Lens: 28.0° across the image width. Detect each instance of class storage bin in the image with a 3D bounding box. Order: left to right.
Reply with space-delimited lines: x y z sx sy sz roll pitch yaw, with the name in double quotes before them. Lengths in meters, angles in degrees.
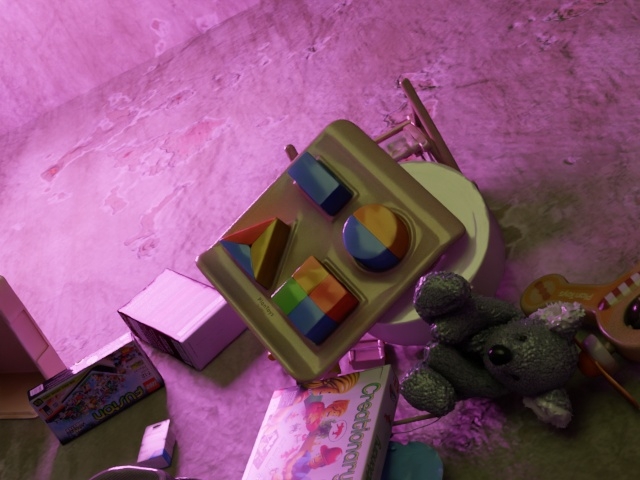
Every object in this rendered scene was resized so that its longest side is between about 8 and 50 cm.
"storage bin" -0.636 0.196 2.366 0.260 0.262 0.123 -6 35 35

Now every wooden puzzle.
"wooden puzzle" 0.000 0.000 1.989 0.348 0.080 0.322 -44 55 -1

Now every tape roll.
"tape roll" 0.145 0.020 2.021 0.286 0.100 0.286 -10 61 19

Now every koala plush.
"koala plush" 0.258 0.152 1.751 0.221 0.203 0.196 4 84 42

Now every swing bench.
"swing bench" 0.111 -0.096 2.242 0.253 0.165 0.254 -29 69 -2

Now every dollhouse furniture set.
"dollhouse furniture set" 0.035 0.200 2.031 0.152 0.058 0.076 -7 25 1

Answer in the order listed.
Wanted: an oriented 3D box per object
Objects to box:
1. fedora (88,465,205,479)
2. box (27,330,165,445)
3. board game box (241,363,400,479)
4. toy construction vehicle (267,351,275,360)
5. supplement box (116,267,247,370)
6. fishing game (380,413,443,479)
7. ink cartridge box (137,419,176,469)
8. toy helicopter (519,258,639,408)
"fedora" -0.277 0.412 1.874 0.275 0.124 0.243 -20 32 15
"box" -0.386 0.255 2.212 0.207 0.114 0.036 -31 31 -2
"board game box" -0.003 0.296 1.780 0.193 0.053 0.305 -15 25 20
"toy construction vehicle" -0.042 0.158 2.144 0.098 0.035 0.086 -22 31 13
"supplement box" -0.248 0.138 2.311 0.130 0.073 0.239 -41 33 -21
"fishing game" 0.090 0.352 1.743 0.189 0.041 0.264 -21 36 29
"ink cartridge box" -0.263 0.333 2.075 0.048 0.028 0.083 -19 32 17
"toy helicopter" 0.403 0.107 1.797 0.235 0.140 0.355 -53 26 -19
